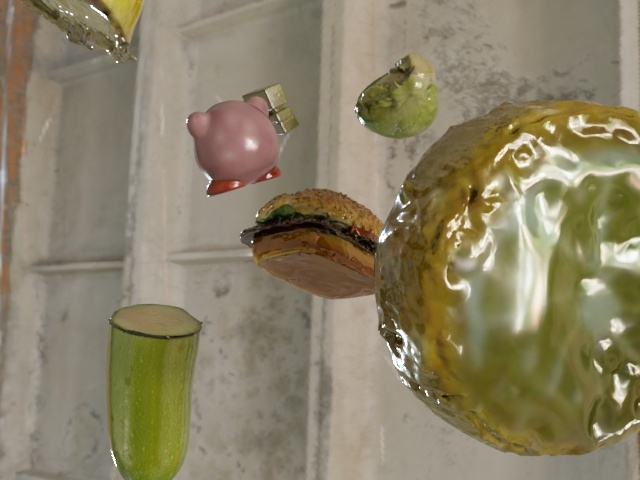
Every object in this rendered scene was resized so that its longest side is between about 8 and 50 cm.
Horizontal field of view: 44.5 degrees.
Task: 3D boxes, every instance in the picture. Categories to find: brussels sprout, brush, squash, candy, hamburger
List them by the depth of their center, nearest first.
[{"bbox_3d":[0.163,0.025,0.560,0.118,0.259,0.260,-163,-103,-67],"label":"candy"},{"bbox_3d":[-0.173,0.164,0.785,0.095,0.095,0.188,19,-72,36],"label":"squash"},{"bbox_3d":[0.000,0.000,0.807,0.137,0.166,0.087,-10,-117,36],"label":"hamburger"},{"bbox_3d":[0.159,-0.273,1.526,0.183,0.145,0.131,-29,-137,34],"label":"brussels sprout"},{"bbox_3d":[-0.145,-0.278,1.715,0.233,0.047,0.103,3,-57,55],"label":"brush"}]

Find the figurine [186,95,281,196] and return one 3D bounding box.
[{"bbox_3d":[-0.163,-0.184,1.494,0.173,0.173,0.173,1,-89,38],"label":"figurine"}]

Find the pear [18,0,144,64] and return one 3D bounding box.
[{"bbox_3d":[-0.205,-0.271,0.563,0.267,0.267,0.178,24,-105,35],"label":"pear"}]
